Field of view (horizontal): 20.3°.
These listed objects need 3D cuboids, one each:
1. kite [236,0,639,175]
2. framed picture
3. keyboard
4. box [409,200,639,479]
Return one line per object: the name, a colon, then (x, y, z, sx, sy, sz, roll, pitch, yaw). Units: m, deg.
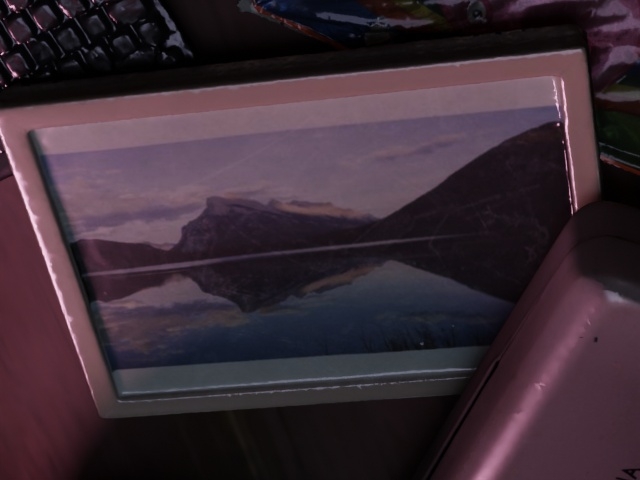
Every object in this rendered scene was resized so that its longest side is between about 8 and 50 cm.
kite: (0.080, -0.101, 0.573, 0.234, 0.016, 0.321, -16, 117, 17)
framed picture: (0.000, 0.000, 0.635, 0.203, 0.015, 0.150, -5, 127, 10)
keyboard: (-0.164, -0.041, 0.645, 0.250, 0.017, 0.087, -21, 115, 20)
box: (0.088, 0.098, 0.655, 0.103, 0.055, 0.243, 18, 126, -11)
